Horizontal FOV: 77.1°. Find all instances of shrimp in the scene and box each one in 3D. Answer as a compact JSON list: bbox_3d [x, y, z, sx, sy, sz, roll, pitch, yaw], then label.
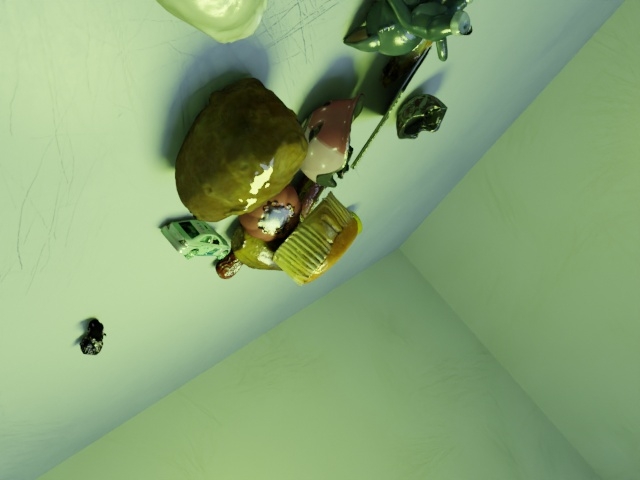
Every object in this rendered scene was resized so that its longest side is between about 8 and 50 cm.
[{"bbox_3d":[0.249,-0.499,1.017,0.267,0.061,0.145,-51,170,29],"label":"shrimp"}]

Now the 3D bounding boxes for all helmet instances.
[{"bbox_3d":[0.322,-0.419,1.327,0.177,0.107,0.153,-19,166,-2],"label":"helmet"},{"bbox_3d":[0.014,-0.250,1.007,0.253,0.154,0.198,86,20,-61],"label":"helmet"}]

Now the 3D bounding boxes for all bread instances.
[{"bbox_3d":[0.000,0.000,1.192,0.288,0.156,0.204,-51,-177,-43],"label":"bread"}]

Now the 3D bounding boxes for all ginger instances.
[{"bbox_3d":[-0.156,-0.163,0.764,0.269,0.200,0.223,-35,166,-15],"label":"ginger"}]

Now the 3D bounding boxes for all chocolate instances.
[{"bbox_3d":[-0.639,0.272,1.143,0.147,0.072,0.070,-43,168,35],"label":"chocolate"}]

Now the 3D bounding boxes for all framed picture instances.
[{"bbox_3d":[0.194,-0.363,1.085,0.255,0.014,0.338,-55,-177,47],"label":"framed picture"}]

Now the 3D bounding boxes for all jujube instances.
[{"bbox_3d":[-0.299,0.072,1.354,0.129,0.077,0.077,-49,165,-4],"label":"jujube"}]

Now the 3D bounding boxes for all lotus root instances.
[{"bbox_3d":[-0.170,0.012,1.299,0.193,0.193,0.291,-46,156,23],"label":"lotus root"}]

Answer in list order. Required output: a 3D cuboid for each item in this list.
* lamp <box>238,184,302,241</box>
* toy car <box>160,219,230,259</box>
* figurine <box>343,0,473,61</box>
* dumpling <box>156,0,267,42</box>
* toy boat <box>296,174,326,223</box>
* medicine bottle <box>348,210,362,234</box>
[{"bbox_3d":[-0.142,-0.088,1.123,0.182,0.140,0.181,-13,123,-20],"label":"lamp"},{"bbox_3d":[-0.313,-0.006,1.058,0.076,0.090,0.224,-49,163,12],"label":"toy car"},{"bbox_3d":[0.197,-0.425,0.783,0.193,0.265,0.140,-31,143,-21],"label":"figurine"},{"bbox_3d":[-0.135,-0.339,0.463,0.162,0.132,0.250,-33,150,11],"label":"dumpling"},{"bbox_3d":[-0.018,-0.160,1.290,0.141,0.099,0.318,-30,165,-41],"label":"toy boat"},{"bbox_3d":[0.073,-0.037,1.788,0.213,0.121,0.121,-32,163,-23],"label":"medicine bottle"}]
